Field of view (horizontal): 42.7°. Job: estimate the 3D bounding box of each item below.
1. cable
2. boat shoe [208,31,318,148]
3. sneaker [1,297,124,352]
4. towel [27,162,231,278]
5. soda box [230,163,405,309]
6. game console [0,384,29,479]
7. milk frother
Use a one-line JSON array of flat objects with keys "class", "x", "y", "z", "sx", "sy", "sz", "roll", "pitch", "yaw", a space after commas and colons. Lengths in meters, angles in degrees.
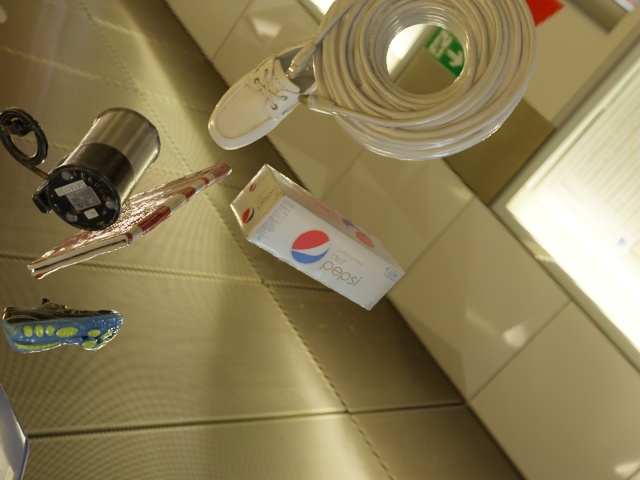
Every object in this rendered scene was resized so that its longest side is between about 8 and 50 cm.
[{"class": "cable", "x": 0.122, "y": -0.218, "z": 0.975, "sx": 0.257, "sy": 0.257, "sz": 0.089, "roll": 32, "pitch": 180, "yaw": 14}, {"class": "boat shoe", "x": -0.067, "y": -0.255, "z": 1.320, "sx": 0.098, "sy": 0.277, "sz": 0.096, "roll": 50, "pitch": 175, "yaw": -5}, {"class": "sneaker", "x": -0.358, "y": 0.112, "z": 1.154, "sx": 0.188, "sy": 0.067, "sz": 0.078, "roll": 4, "pitch": -145, "yaw": -49}, {"class": "towel", "x": -0.319, "y": -0.037, "z": 1.413, "sx": 0.037, "sy": 0.237, "sz": 0.329, "roll": 65, "pitch": -149, "yaw": -14}, {"class": "soda box", "x": 0.000, "y": 0.000, "z": 0.972, "sx": 0.216, "sy": 0.069, "sz": 0.074, "roll": 33, "pitch": -164, "yaw": -38}, {"class": "game console", "x": -0.438, "y": 0.208, "z": 0.826, "sx": 0.293, "sy": 0.173, "sz": 0.250, "roll": -126, "pitch": 16, "yaw": -71}, {"class": "milk frother", "x": -0.264, "y": -0.105, "z": 0.898, "sx": 0.129, "sy": 0.143, "sz": 0.135, "roll": -1, "pitch": -145, "yaw": 11}]
